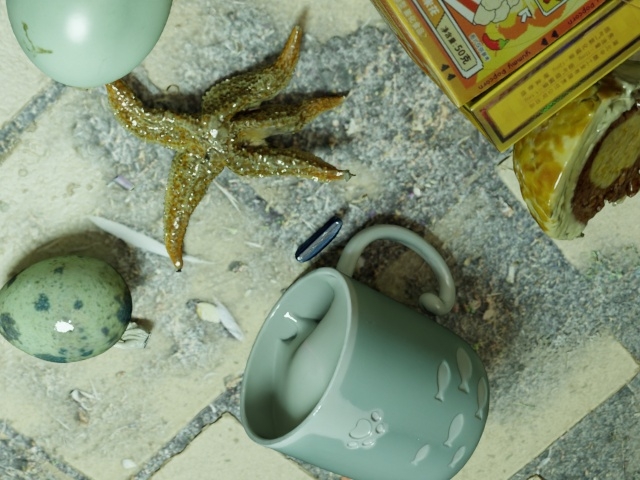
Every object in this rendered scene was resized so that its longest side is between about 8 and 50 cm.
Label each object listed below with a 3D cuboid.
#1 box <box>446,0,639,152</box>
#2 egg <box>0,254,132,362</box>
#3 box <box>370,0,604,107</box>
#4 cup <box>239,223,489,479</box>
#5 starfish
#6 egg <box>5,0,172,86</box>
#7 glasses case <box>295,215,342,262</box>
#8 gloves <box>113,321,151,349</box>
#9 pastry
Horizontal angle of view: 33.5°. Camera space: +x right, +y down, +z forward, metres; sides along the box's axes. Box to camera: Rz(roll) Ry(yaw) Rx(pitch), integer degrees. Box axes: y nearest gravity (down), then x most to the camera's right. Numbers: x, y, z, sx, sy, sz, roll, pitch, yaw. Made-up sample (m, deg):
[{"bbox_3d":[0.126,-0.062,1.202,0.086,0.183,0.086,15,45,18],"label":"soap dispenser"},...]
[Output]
[{"bbox_3d":[0.293,-0.260,1.333,0.301,0.193,0.084,-37,120,6],"label":"box"},{"bbox_3d":[-0.336,0.090,1.386,0.181,0.141,0.141,-6,118,-1],"label":"egg"},{"bbox_3d":[0.165,-0.362,1.239,0.259,0.214,0.283,-38,119,4],"label":"box"},{"bbox_3d":[0.088,0.162,1.491,0.274,0.259,0.357,28,76,-26],"label":"cup"},{"bbox_3d":[-0.096,-0.122,1.369,0.293,0.084,0.302,-18,115,-3],"label":"starfish"},{"bbox_3d":[-0.250,-0.301,1.180,0.182,0.183,0.264,11,106,-19],"label":"egg"},{"bbox_3d":[0.000,0.000,1.481,0.083,0.033,0.023,-42,100,9],"label":"glasses case"},{"bbox_3d":[-0.267,0.134,1.480,0.081,0.037,0.044,23,83,-13],"label":"gloves"},{"bbox_3d":[0.344,-0.136,1.419,0.236,0.170,0.256,-7,135,-41],"label":"pastry"}]
